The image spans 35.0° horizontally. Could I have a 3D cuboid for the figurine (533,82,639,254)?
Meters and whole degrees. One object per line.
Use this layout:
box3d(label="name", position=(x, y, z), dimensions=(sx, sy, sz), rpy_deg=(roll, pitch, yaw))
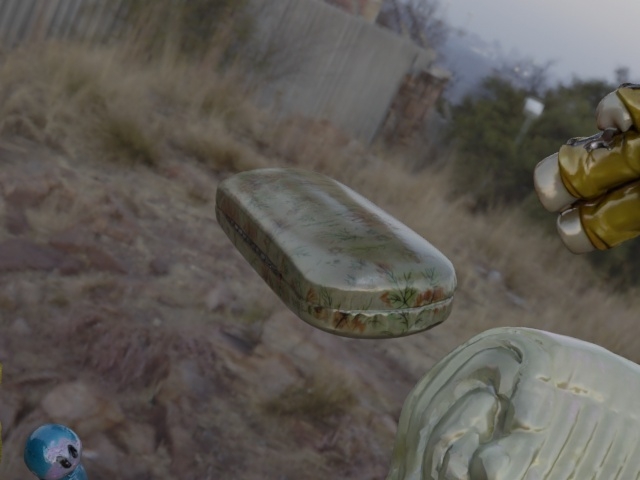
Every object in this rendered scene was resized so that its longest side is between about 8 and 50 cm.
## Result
box3d(label="figurine", position=(0.144, -0.029, 0.327), dimensions=(0.101, 0.143, 0.068), rpy_deg=(39, 41, 1))

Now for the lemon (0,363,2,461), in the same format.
box3d(label="lemon", position=(-0.388, 0.164, 0.766), dimensions=(0.310, 0.253, 0.253), rpy_deg=(-28, 40, -22))

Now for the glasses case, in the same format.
box3d(label="glasses case", position=(0.000, 0.000, 1.085), dimensions=(0.157, 0.098, 0.425), rpy_deg=(-2, 17, -19))

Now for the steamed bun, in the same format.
box3d(label="steamed bun", position=(0.195, 0.275, 0.859), dimensions=(0.352, 0.339, 0.247), rpy_deg=(29, -19, -5))

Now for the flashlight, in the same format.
box3d(label="flashlight", position=(-0.237, 0.211, 0.927), dimensions=(0.051, 0.129, 0.051), rpy_deg=(1, 54, -2))
